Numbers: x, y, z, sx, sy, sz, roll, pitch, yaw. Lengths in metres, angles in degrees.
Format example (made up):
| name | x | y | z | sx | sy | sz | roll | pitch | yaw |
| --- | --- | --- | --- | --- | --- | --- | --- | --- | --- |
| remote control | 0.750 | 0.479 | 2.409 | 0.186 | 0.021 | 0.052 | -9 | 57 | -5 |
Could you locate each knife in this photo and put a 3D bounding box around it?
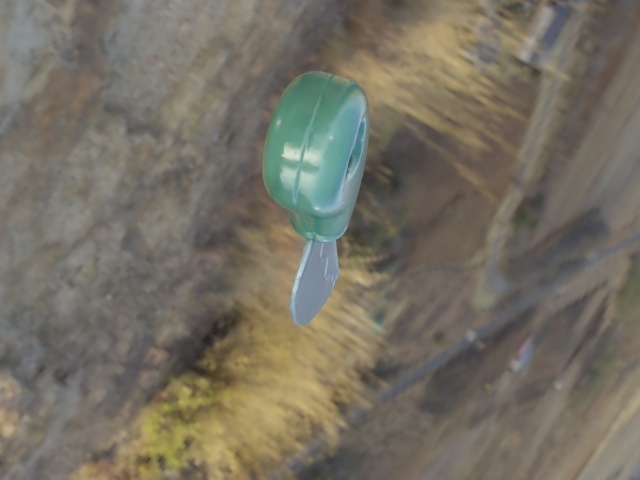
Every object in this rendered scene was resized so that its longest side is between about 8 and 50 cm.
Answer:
| name | x | y | z | sx | sy | sz | roll | pitch | yaw |
| --- | --- | --- | --- | --- | --- | --- | --- | --- | --- |
| knife | 0.000 | 0.001 | 0.654 | 0.260 | 0.035 | 0.063 | 87 | 19 | -70 |
